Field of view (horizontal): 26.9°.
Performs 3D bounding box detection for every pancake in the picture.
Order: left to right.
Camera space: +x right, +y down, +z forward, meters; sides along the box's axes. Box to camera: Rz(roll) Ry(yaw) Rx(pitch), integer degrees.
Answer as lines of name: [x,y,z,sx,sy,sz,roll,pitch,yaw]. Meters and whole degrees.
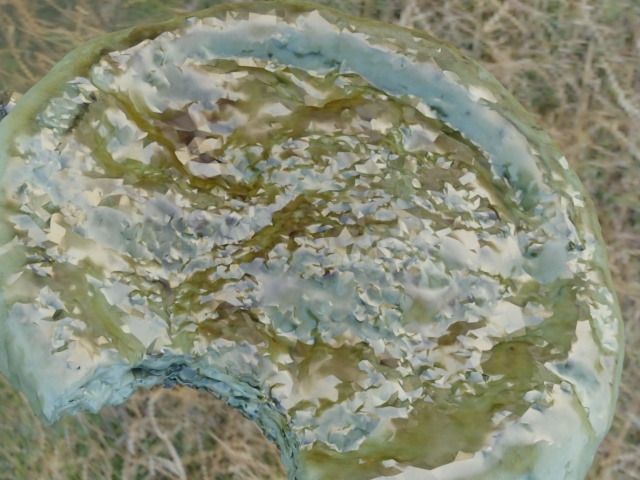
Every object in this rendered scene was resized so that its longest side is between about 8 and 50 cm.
pancake: [0.000,0.000,0.480,0.254,0.253,0.037,-10,147,-26]

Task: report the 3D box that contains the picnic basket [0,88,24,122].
picnic basket: [-0.174,-0.014,0.854,0.079,0.115,0.164,-25,97,-6]
